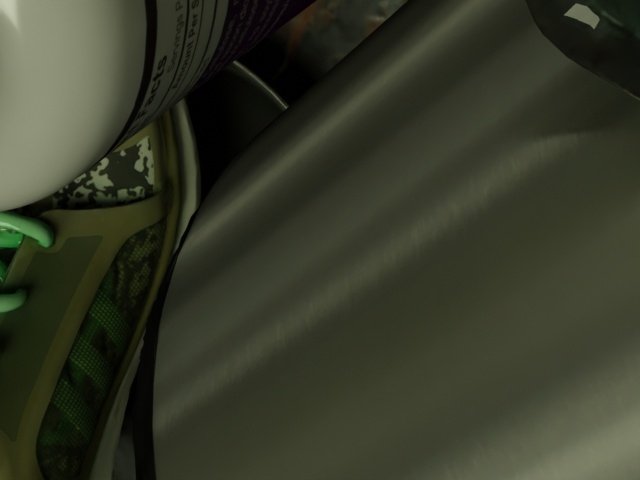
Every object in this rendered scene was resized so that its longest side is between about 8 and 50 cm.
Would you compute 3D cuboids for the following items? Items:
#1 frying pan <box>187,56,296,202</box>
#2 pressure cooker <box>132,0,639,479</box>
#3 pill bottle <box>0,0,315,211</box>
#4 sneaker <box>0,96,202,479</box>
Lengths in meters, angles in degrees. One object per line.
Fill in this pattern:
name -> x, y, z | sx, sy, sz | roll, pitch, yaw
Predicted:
frying pan -> -0.012, -0.026, 0.846 | 0.326, 0.053, 0.197 | -7, 113, 37
pressure cooker -> 0.192, 0.027, 0.513 | 0.420, 0.370, 0.375 | -38, 82, 46
pill bottle -> -0.100, -0.129, 0.656 | 0.181, 0.323, 0.181 | 17, 126, 25
sneaker -> -0.162, 0.052, 0.800 | 0.158, 0.182, 0.410 | 9, 101, 14
